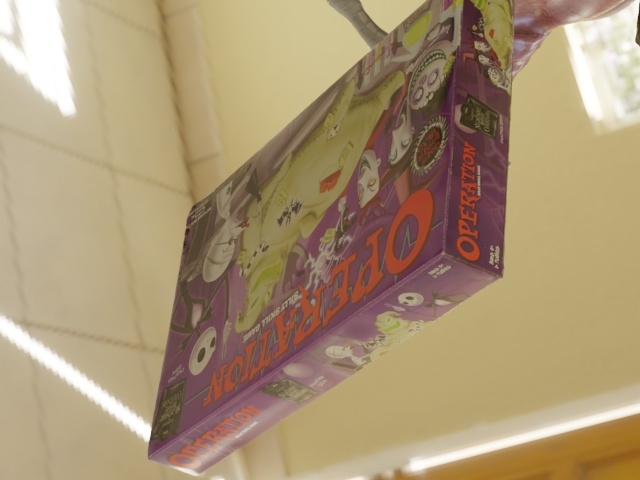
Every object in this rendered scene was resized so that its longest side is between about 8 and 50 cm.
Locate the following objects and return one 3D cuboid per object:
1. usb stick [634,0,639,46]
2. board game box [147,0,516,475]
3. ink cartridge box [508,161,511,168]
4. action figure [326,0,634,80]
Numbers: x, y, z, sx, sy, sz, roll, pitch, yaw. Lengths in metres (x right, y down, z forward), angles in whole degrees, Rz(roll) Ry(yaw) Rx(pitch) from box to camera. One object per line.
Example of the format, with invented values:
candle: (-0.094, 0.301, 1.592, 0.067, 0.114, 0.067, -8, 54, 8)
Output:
usb stick: (0.245, -0.258, 1.124, 0.077, 0.045, 0.278, 134, -38, -87)
board game box: (0.000, 0.000, 1.075, 0.056, 0.347, 0.208, 20, 55, -26)
ink cartridge box: (0.095, -0.047, 1.688, 0.127, 0.128, 0.176, 39, -12, 8)
action figure: (0.156, -0.194, 1.406, 0.275, 0.370, 0.248, 33, 37, 5)
